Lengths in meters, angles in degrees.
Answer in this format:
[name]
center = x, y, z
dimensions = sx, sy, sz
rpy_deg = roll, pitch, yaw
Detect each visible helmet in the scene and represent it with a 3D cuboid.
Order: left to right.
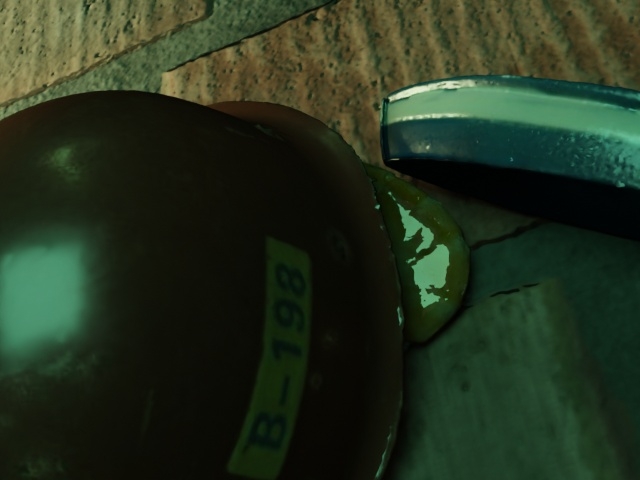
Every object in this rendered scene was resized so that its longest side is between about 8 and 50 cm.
[helmet]
center = -0.142, 0.042, 0.597
dimensions = 0.337, 0.230, 0.385
rpy_deg = 4, 74, 32

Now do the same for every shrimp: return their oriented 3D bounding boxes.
[shrimp]
center = 0.002, 0.001, 0.707
dimensions = 0.236, 0.053, 0.133
rpy_deg = 32, 97, 34

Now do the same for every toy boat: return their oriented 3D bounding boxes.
[toy boat]
center = 0.157, -0.052, 0.630
dimensions = 0.299, 0.096, 0.061
rpy_deg = 15, 76, 35
